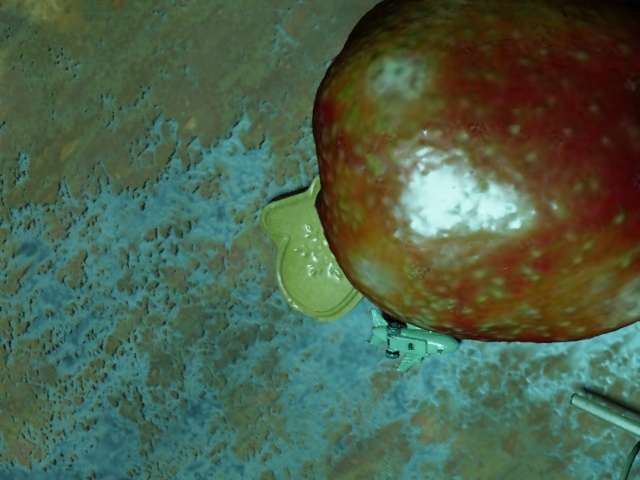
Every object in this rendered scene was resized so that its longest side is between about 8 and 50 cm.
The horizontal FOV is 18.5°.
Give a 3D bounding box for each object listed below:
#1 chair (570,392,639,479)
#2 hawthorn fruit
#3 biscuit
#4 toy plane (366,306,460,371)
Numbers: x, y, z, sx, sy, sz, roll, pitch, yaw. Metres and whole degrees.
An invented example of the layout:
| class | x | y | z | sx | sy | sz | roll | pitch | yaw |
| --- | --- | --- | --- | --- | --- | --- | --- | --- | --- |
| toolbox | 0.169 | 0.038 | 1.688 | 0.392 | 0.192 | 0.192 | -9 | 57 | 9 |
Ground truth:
| class | x | y | z | sx | sy | sz | roll | pitch | yaw |
| --- | --- | --- | --- | --- | --- | --- | --- | --- | --- |
| chair | 0.287 | 0.205 | 1.573 | 0.222 | 0.104 | 0.095 | 21 | 97 | 22 |
| hawthorn fruit | 0.174 | -0.059 | 1.433 | 0.369 | 0.285 | 0.284 | 6 | 109 | 21 |
| biscuit | -0.001 | 0.001 | 1.686 | 0.118 | 0.023 | 0.140 | 26 | 116 | 17 |
| toy plane | 0.077 | 0.083 | 1.668 | 0.083 | 0.033 | 0.080 | 13 | 123 | 22 |
